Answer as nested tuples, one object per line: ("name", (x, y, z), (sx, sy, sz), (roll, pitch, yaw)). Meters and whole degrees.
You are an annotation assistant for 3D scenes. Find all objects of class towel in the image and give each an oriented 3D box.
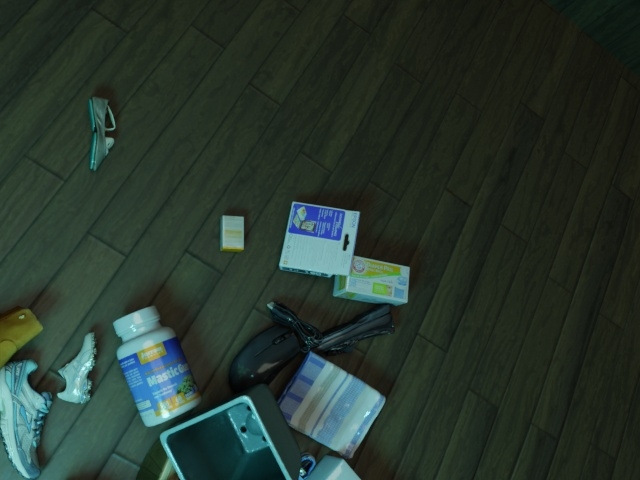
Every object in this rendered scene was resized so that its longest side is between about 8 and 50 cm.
("towel", (0.028, 0.456, 1.647), (0.285, 0.034, 0.209), (36, 84, -20))

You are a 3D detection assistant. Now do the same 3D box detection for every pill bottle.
("pill bottle", (-0.415, 0.308, 1.497), (0.152, 0.152, 0.272), (-22, 86, -25))

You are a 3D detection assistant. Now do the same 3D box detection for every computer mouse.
("computer mouse", (-0.145, 0.294, 1.619), (0.188, 0.072, 0.272), (35, 69, 26))

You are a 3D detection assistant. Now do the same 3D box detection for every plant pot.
("plant pot", (-0.187, 0.490, 1.467), (0.247, 0.252, 0.247), (-27, 90, 13))

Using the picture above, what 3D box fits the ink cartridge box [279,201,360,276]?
("ink cartridge box", (0.000, 0.000, 1.759), (0.208, 0.045, 0.206), (9, 71, 6))

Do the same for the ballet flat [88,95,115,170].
("ballet flat", (-0.592, -0.291, 1.629), (0.068, 0.072, 0.213), (1, 76, -30))

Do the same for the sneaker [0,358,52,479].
("sneaker", (-0.681, 0.409, 1.393), (0.122, 0.110, 0.283), (-16, 83, -27))

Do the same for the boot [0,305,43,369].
("boot", (-0.722, 0.248, 1.337), (0.211, 0.295, 0.104), (-30, 127, -26))

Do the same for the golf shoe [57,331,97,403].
("golf shoe", (-0.598, 0.309, 1.475), (0.086, 0.069, 0.176), (8, 72, -13))

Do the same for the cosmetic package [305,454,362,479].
("cosmetic package", (0.033, 0.730, 1.573), (0.224, 0.138, 0.224), (-42, 92, -25))

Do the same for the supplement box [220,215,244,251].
("supplement box", (-0.252, -0.019, 1.708), (0.062, 0.036, 0.098), (4, 75, -20))

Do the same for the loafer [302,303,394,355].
("loafer", (0.093, 0.280, 1.732), (0.303, 0.109, 0.095), (-23, 91, -27))

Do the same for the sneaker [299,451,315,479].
("sneaker", (-0.069, 0.626, 1.601), (0.144, 0.059, 0.053), (-43, 96, -24))

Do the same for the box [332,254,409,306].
("box", (0.151, 0.123, 1.793), (0.203, 0.103, 0.114), (11, 73, -18))

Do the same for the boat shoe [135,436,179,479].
("boat shoe", (-0.390, 0.635, 1.449), (0.110, 0.122, 0.341), (25, 78, -33))
